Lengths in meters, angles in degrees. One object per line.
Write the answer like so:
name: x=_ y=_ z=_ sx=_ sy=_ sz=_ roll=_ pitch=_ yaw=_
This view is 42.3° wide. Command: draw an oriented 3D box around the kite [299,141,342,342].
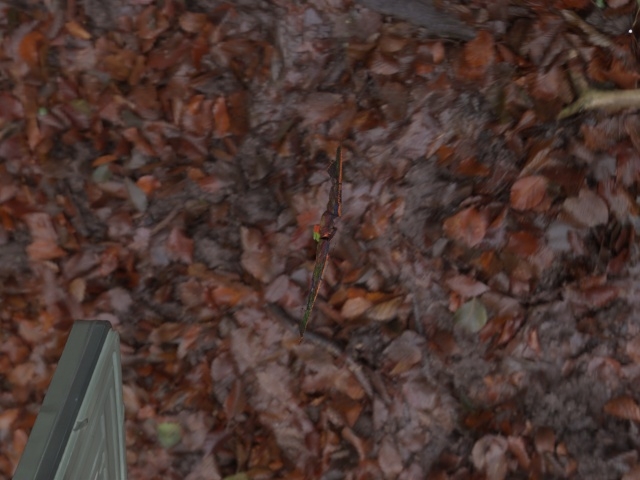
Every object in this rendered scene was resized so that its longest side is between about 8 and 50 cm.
kite: x=0.000 y=0.000 z=0.905 sx=0.014 sy=0.183 sz=0.241 roll=11 pitch=90 yaw=-7

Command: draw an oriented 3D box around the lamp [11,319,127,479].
lamp: x=-0.224 y=0.248 z=0.748 sx=0.047 sy=0.266 sz=0.269 roll=4 pitch=121 yaw=-2
